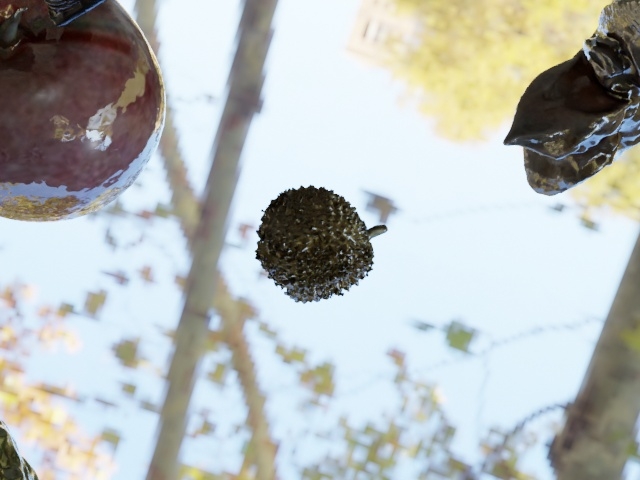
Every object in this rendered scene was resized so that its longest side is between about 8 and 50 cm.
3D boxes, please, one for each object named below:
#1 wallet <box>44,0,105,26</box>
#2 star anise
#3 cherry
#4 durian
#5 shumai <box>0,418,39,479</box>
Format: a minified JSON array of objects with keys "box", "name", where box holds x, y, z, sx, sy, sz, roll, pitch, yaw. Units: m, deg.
[{"box":[-0.194,-0.275,1.465,0.232,0.122,0.031,61,-177,34],"name":"wallet"},{"box":[0.311,-0.169,1.934,0.108,0.315,0.315,50,-156,14],"name":"star anise"},{"box":[-0.246,-0.122,1.559,0.236,0.213,0.285,51,164,11],"name":"cherry"},{"box":[0.000,0.000,1.263,0.091,0.080,0.080,-17,-161,-2],"name":"durian"},{"box":[-0.337,0.137,1.327,0.330,0.288,0.292,-7,-153,-30],"name":"shumai"}]
